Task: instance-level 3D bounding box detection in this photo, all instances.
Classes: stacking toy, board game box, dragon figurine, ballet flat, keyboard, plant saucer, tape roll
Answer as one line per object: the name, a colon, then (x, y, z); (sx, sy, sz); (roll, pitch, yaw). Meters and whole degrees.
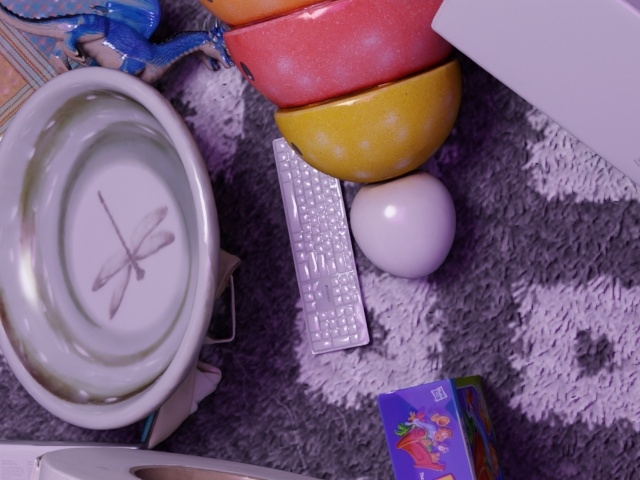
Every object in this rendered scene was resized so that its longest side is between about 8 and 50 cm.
stacking toy: (0.042, -0.185, 1.601); (0.350, 0.350, 0.480); (-15, 98, 12)
board game box: (0.156, 0.318, 1.542); (0.078, 0.233, 0.347); (-15, 83, 12)
dragon figurine: (-0.236, -0.243, 1.699); (0.289, 0.085, 0.144); (28, 66, -9)
ballet flat: (-0.143, 0.125, 1.711); (0.086, 0.086, 0.249); (12, 88, 14)
keyboard: (0.000, 0.000, 1.714); (0.072, 0.014, 0.256); (-12, 83, 12)
plant saucer: (-0.230, 0.008, 1.665); (0.400, 0.100, 0.401); (1, 92, 41)
tape roll: (-0.103, 0.283, 1.528); (0.391, 0.392, 0.072); (8, 89, 14)

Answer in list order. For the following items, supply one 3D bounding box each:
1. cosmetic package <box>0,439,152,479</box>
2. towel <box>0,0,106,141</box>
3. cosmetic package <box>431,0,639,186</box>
cosmetic package: (-0.318, 0.285, 1.746); (0.239, 0.060, 0.099); (0, 90, 14)
towel: (-0.421, -0.241, 1.784); (0.370, 0.040, 0.271); (-44, 78, -5)
cosmetic package: (0.366, -0.179, 1.487); (0.453, 0.230, 0.161); (38, 134, 7)
